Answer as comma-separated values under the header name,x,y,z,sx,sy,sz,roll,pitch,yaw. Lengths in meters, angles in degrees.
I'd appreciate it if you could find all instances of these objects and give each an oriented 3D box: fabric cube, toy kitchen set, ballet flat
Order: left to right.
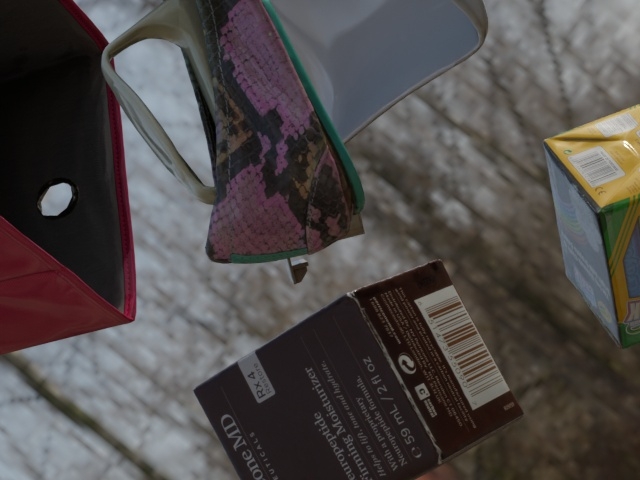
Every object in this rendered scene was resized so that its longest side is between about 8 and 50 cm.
name,x,y,z,sx,sy,sz,roll,pitch,yaw
fabric cube,-0.309,-0.060,1.369,0.258,0.254,0.259,-15,-26,14
ballet flat,-0.053,-0.091,0.733,0.079,0.221,0.077,-17,-18,-10
toy kitchen set,0.000,0.000,1.811,0.075,0.068,0.083,-14,8,-8

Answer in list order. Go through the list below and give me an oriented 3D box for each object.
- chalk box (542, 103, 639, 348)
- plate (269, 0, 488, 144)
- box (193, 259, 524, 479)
name,x,y,z,sx,sy,sz,roll,pitch,yaw
chalk box,0.300,0.001,1.705,0.132,0.132,0.213,-21,-52,-6
plate,-0.047,-0.177,0.954,0.045,0.278,0.277,-48,6,-17
box,0.036,0.144,1.672,0.203,0.168,0.167,-33,-8,32
